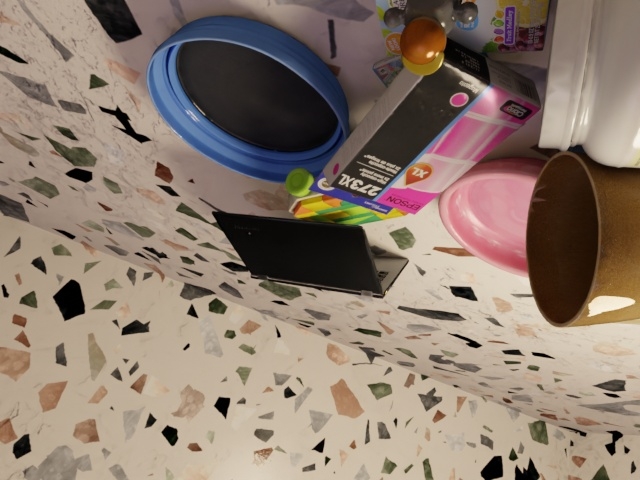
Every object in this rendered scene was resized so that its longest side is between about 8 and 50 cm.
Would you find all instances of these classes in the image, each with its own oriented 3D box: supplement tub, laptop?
[{"bbox_3d":[0.414,-0.189,0.496,0.325,0.235,0.235,7,153,22],"label":"supplement tub"},{"bbox_3d":[0.000,0.000,1.262,0.383,0.408,0.236,7,110,23],"label":"laptop"}]

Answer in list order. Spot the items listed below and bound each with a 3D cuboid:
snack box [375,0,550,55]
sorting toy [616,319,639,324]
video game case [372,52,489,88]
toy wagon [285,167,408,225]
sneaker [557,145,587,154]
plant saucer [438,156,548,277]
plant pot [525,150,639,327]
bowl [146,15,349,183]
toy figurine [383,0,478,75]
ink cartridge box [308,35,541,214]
[{"bbox_3d":[0.172,-0.317,0.588,0.207,0.070,0.174,8,155,24],"label":"snack box"},{"bbox_3d":[0.773,0.140,1.192,0.308,0.041,0.229,-2,144,37],"label":"sorting toy"},{"bbox_3d":[0.182,-0.262,0.762,0.166,0.015,0.119,-7,145,43],"label":"video game case"},{"bbox_3d":[0.104,-0.098,0.992,0.345,0.068,0.267,-10,164,28],"label":"toy wagon"},{"bbox_3d":[0.518,-0.147,0.684,0.330,0.129,0.147,-2,135,31],"label":"sneaker"},{"bbox_3d":[0.399,-0.045,0.929,0.333,0.084,0.332,26,157,12],"label":"plant saucer"},{"bbox_3d":[0.444,-0.001,0.643,0.255,0.236,0.237,0,154,4],"label":"plant pot"},{"bbox_3d":[-0.130,-0.252,0.920,0.392,0.077,0.391,14,156,7],"label":"bowl"},{"bbox_3d":[0.094,-0.287,0.448,0.210,0.148,0.213,31,151,-21],"label":"toy figurine"},{"bbox_3d":[0.136,-0.138,0.761,0.176,0.069,0.371,16,147,-22],"label":"ink cartridge box"}]
